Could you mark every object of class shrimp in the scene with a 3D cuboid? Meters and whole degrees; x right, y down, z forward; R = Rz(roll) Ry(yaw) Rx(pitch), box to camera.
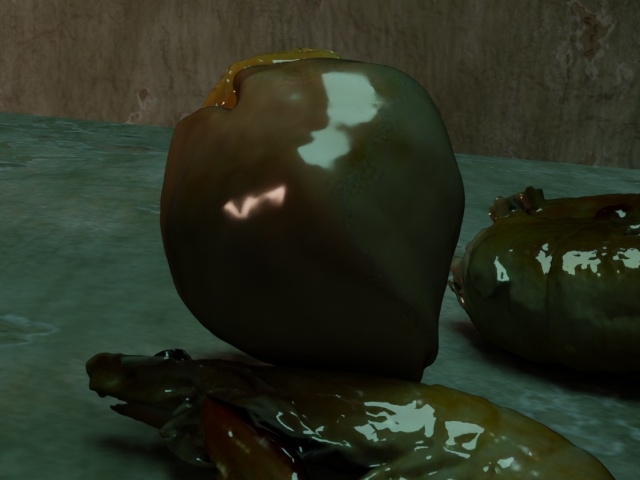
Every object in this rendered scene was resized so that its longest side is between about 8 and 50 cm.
[{"bbox_3d":[0.000,0.106,0.435,0.287,0.063,0.152,11,23,19],"label":"shrimp"}]

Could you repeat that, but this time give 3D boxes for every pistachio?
[{"bbox_3d":[0.000,0.000,0.555,0.166,0.197,0.288,-38,-9,-9],"label":"pistachio"}]

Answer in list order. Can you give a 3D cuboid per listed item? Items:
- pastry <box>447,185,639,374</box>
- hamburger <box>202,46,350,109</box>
[{"bbox_3d":[0.235,0.021,0.755,0.257,0.121,0.236,-11,13,-24],"label":"pastry"},{"bbox_3d":[-0.033,-0.126,1.185,0.244,0.244,0.163,9,1,17],"label":"hamburger"}]
